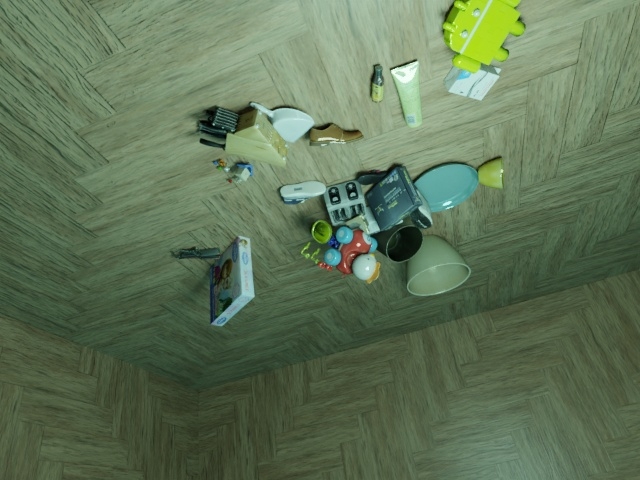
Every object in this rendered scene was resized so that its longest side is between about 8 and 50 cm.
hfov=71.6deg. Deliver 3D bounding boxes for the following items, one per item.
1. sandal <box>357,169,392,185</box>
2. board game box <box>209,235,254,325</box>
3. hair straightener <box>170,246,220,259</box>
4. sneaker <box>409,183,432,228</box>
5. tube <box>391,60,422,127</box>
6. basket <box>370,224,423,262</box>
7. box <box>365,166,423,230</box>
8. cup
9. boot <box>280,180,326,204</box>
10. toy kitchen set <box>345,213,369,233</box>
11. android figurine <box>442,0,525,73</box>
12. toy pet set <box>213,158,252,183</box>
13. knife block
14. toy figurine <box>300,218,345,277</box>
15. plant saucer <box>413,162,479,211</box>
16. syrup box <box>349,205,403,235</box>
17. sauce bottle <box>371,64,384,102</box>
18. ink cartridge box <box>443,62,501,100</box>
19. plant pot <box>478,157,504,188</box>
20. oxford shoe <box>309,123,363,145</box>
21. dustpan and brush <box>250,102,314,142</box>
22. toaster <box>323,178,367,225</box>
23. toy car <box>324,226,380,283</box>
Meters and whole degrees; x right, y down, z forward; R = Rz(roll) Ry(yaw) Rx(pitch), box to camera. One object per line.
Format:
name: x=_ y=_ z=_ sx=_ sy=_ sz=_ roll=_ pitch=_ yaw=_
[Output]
sandal: x=0.228 y=-0.271 z=1.859 sx=0.179 sy=0.040 sz=0.067 roll=-12 pitch=155 yaw=-25
board game box: x=-0.427 y=0.194 z=2.098 sx=0.066 sy=0.318 sz=0.318 roll=17 pitch=137 yaw=-34
hair straightener: x=-0.590 y=0.051 z=2.095 sx=0.231 sy=0.047 sz=0.089 roll=2 pitch=144 yaw=-12
sneaker: x=0.412 y=-0.169 z=1.941 sx=0.100 sy=0.108 sz=0.271 roll=-10 pitch=135 yaw=32
tube: x=0.309 y=-0.500 z=1.527 sx=0.070 sy=0.062 sz=0.240 roll=-50 pitch=144 yaw=-16
basket: x=0.336 y=0.000 z=2.094 sx=0.204 sy=0.227 sz=0.154 roll=-33 pitch=109 yaw=-16
box: x=0.302 y=-0.171 z=1.858 sx=0.059 sy=0.183 sz=0.233 roll=-9 pitch=160 yaw=-35
cup: x=0.587 y=0.111 z=2.340 sx=0.331 sy=0.236 sz=0.331 roll=-8 pitch=146 yaw=-6
boot: x=-0.071 y=-0.197 z=1.860 sx=0.190 sy=0.069 sz=0.086 roll=-3 pitch=153 yaw=2
toy kitchen set: x=0.166 y=-0.064 z=1.919 sx=0.075 sy=0.083 sz=0.068 roll=-25 pitch=-174 yaw=20
android figurine: x=0.488 y=-0.639 z=1.337 sx=0.273 sy=0.056 sz=0.248 roll=9 pitch=127 yaw=-29
toy pet set: x=-0.321 y=-0.275 z=1.688 sx=0.114 sy=0.065 sz=0.122 roll=13 pitch=154 yaw=30
knife block: x=-0.276 y=-0.341 z=1.523 sx=0.242 sy=0.088 sz=0.275 roll=-13 pitch=142 yaw=27
toy figurine: x=0.000 y=0.000 z=2.033 sx=0.363 sy=0.217 sz=0.191 roll=28 pitch=96 yaw=-46
plant saucer: x=0.543 y=-0.240 z=1.984 sx=0.318 sy=0.043 sz=0.317 roll=-8 pitch=146 yaw=-6
syrup box: x=0.250 y=-0.100 z=2.042 sx=0.237 sy=0.096 sz=0.093 roll=-22 pitch=143 yaw=10
sauce bottle: x=0.190 y=-0.519 z=1.473 sx=0.042 sy=0.042 sz=0.128 roll=-10 pitch=144 yaw=-1
ink cartridge box: x=0.527 y=-0.547 z=1.510 sx=0.180 sy=0.060 sz=0.104 roll=5 pitch=142 yaw=-22
plant pot: x=0.735 y=-0.285 z=1.914 sx=0.095 sy=0.134 sz=0.134 roll=-2 pitch=152 yaw=27
oxford shoe: x=0.061 y=-0.387 z=1.611 sx=0.212 sy=0.076 sz=0.076 roll=-9 pitch=108 yaw=-21
dustpan and brush: x=-0.145 y=-0.418 z=1.521 sx=0.211 sy=0.060 sz=0.147 roll=8 pitch=155 yaw=-37
toaster: x=0.108 y=-0.158 z=1.919 sx=0.168 sy=0.110 sz=0.185 roll=-13 pitch=146 yaw=5
toy car: x=0.185 y=0.081 z=1.911 sx=0.219 sy=0.238 sz=0.210 roll=19 pitch=103 yaw=-46
